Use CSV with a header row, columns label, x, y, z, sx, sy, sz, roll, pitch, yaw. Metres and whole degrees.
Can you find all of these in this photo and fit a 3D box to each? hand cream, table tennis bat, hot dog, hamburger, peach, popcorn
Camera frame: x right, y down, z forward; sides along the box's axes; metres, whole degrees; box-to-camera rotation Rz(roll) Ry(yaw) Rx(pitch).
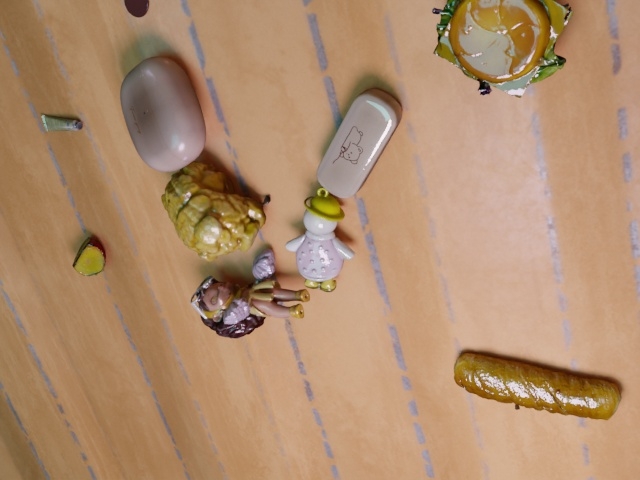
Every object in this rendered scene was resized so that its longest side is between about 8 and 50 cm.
label,x,y,z,sx,sy,sz,roll,pitch,yaw
hand cream,-0.520,-0.234,1.451,0.102,0.022,0.035,8,120,28
table tennis bat,-0.317,-0.427,1.249,0.050,0.007,0.083,30,128,9
hot dog,0.373,0.255,1.264,0.285,0.061,0.088,3,107,23
hamburger,0.253,-0.292,0.993,0.189,0.093,0.164,42,129,1
peach,-0.503,0.031,1.569,0.077,0.050,0.083,-6,126,3
popcorn,-0.205,-0.045,1.315,0.194,0.163,0.140,35,136,-3

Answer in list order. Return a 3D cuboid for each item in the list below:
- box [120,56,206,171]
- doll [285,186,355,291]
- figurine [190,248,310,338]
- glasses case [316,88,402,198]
label,x,y,z,sx,sy,sz,roll,pitch,yaw
box,-0.277,-0.221,1.269,0.145,0.088,0.200,-26,82,34
doll,0.000,0.000,1.289,0.129,0.081,0.207,9,119,13
figurine,-0.136,0.117,1.383,0.240,0.175,0.116,-13,127,38
glasses case,0.062,-0.157,1.189,0.083,0.050,0.196,34,127,8
